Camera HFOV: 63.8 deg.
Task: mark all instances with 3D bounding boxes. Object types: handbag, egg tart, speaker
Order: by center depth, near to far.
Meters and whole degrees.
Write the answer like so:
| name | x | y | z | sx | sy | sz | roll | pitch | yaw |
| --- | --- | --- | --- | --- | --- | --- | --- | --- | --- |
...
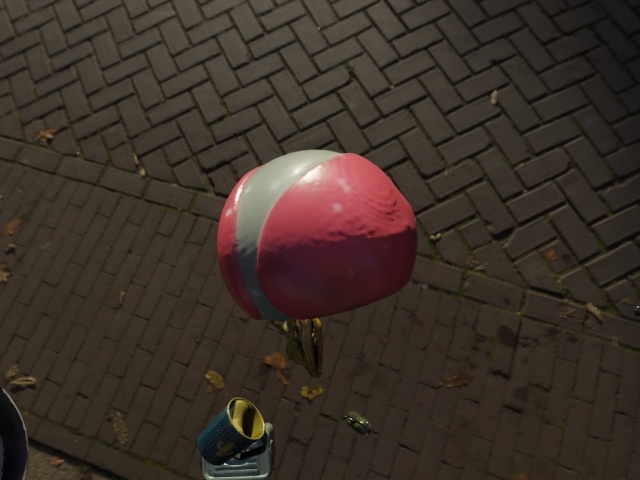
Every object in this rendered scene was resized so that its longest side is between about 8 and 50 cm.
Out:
| name | x | y | z | sx | sy | sz | roll | pitch | yaw |
| --- | --- | --- | --- | --- | --- | --- | --- | --- | --- |
| speaker | 0.000 | 0.000 | 0.755 | 0.293 | 0.294 | 0.295 | -1 | 71 | 2 |
| egg tart | -0.056 | 0.206 | 1.290 | 0.132 | 0.297 | 0.298 | -11 | 71 | 3 |
| handbag | 0.116 | 0.551 | 1.545 | 0.047 | 0.111 | 0.072 | -48 | 120 | -17 |

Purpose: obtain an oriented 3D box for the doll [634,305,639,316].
| name | x | y | z | sx | sy | sz | roll | pitch | yaw |
| --- | --- | --- | --- | --- | --- | --- | --- | --- | --- |
| doll | 0.534 | 0.138 | 0.724 | 0.109 | 0.057 | 0.169 | -37 | 50 | -6 |

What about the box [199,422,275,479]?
| name | x | y | z | sx | sy | sz | roll | pitch | yaw |
| --- | --- | --- | --- | --- | --- | --- | --- | --- | --- |
| box | -0.257 | 0.678 | 1.670 | 0.243 | 0.135 | 0.164 | -7 | 85 | 8 |

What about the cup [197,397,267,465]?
| name | x | y | z | sx | sy | sz | roll | pitch | yaw |
| --- | --- | --- | --- | --- | --- | --- | --- | --- | --- |
| cup | -0.241 | 0.554 | 1.447 | 0.176 | 0.131 | 0.155 | 43 | 107 | -14 |

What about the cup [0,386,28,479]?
| name | x | y | z | sx | sy | sz | roll | pitch | yaw |
| --- | --- | --- | --- | --- | --- | --- | --- | --- | --- |
| cup | -0.342 | 0.170 | 0.365 | 0.288 | 0.203 | 0.203 | -19 | 67 | 35 |
